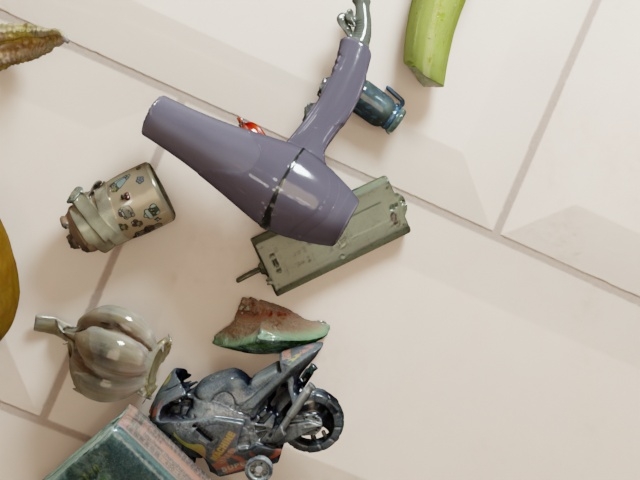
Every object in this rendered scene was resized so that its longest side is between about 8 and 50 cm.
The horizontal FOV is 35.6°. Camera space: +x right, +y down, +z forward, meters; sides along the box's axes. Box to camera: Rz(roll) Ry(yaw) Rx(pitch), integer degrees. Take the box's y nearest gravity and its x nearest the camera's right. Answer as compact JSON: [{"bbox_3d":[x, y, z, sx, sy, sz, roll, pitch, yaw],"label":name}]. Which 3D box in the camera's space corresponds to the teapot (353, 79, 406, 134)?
[{"bbox_3d":[0.079,-0.194,1.429,0.083,0.063,0.049,35,120,-10],"label":"teapot"}]

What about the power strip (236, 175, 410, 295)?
[{"bbox_3d":[0.000,0.000,1.429,0.268,0.034,0.092,-26,97,-6],"label":"power strip"}]

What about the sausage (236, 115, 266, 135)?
[{"bbox_3d":[-0.077,-0.112,1.407,0.048,0.050,0.145,-28,99,37],"label":"sausage"}]

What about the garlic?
[{"bbox_3d":[-0.307,0.138,1.361,0.194,0.127,0.131,27,93,11],"label":"garlic"}]

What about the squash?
[{"bbox_3d":[0.174,-0.344,1.413,0.083,0.083,0.250,16,93,-8],"label":"squash"}]

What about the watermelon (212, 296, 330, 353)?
[{"bbox_3d":[-0.059,0.129,1.412,0.155,0.101,0.080,18,79,-18],"label":"watermelon"}]

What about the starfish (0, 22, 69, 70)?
[{"bbox_3d":[-0.525,-0.214,1.254,0.398,0.384,0.132,-30,57,-11],"label":"starfish"}]

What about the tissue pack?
[{"bbox_3d":[-0.226,0.400,1.356,0.228,0.103,0.316,-41,99,23],"label":"tissue pack"}]

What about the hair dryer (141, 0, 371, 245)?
[{"bbox_3d":[-0.035,-0.196,1.361,0.301,0.121,0.361,30,74,2],"label":"hair dryer"}]

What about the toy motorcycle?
[{"bbox_3d":[-0.123,0.243,1.384,0.307,0.108,0.173,-17,102,5],"label":"toy motorcycle"}]

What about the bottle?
[{"bbox_3d":[-0.284,-0.038,1.360,0.152,0.099,0.099,-24,96,-2],"label":"bottle"}]

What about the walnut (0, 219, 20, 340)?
[{"bbox_3d":[-0.498,0.022,1.274,0.203,0.203,0.298,-12,105,-7],"label":"walnut"}]
